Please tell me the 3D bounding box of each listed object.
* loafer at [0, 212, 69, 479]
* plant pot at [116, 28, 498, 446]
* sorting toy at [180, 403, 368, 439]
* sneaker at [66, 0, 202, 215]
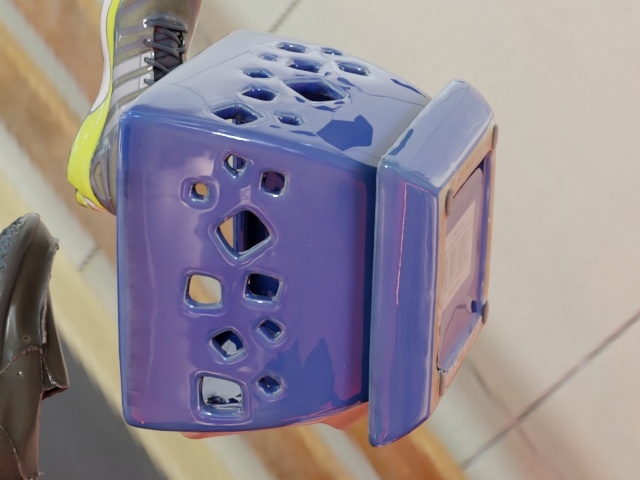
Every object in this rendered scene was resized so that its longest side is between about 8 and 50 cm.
[{"bbox_3d":[-0.212,0.084,1.370,0.080,0.078,0.220,-29,42,47],"label":"loafer"},{"bbox_3d":[0.000,0.000,1.375,0.212,0.236,0.236,9,113,16],"label":"plant pot"},{"bbox_3d":[-0.018,0.151,2.039,0.193,0.208,0.038,-39,58,48],"label":"sorting toy"},{"bbox_3d":[-0.166,-0.156,2.046,0.121,0.111,0.300,30,112,50],"label":"sneaker"}]
